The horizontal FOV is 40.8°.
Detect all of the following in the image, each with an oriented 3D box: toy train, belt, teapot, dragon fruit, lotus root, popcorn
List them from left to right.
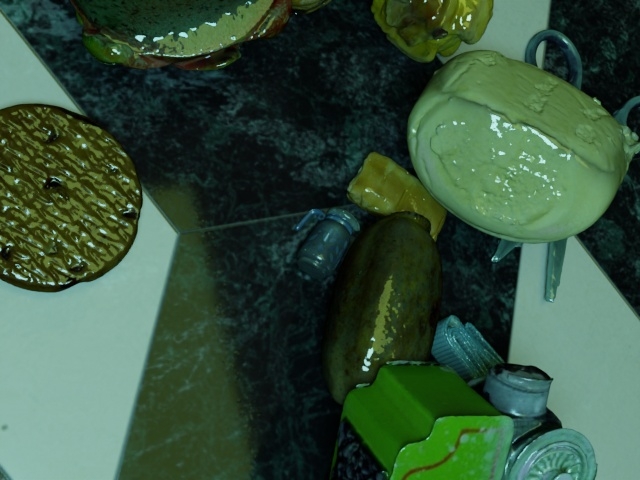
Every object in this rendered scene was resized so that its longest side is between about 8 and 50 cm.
[{"bbox_3d":[-0.171,-0.313,0.958,0.295,0.130,0.268,14,89,0],"label":"dragon fruit"},{"bbox_3d":[0.003,0.003,1.027,0.083,0.063,0.049,-57,131,-27],"label":"teapot"},{"bbox_3d":[0.068,0.083,0.983,0.123,0.124,0.241,20,71,-29],"label":"lotus root"},{"bbox_3d":[0.139,-0.309,1.107,0.167,0.148,0.152,28,23,-10],"label":"popcorn"},{"bbox_3d":[0.130,0.268,0.891,0.248,0.173,0.307,5,105,-21],"label":"toy train"},{"bbox_3d":[0.189,0.177,1.044,0.100,0.065,0.179,-40,91,-34],"label":"belt"}]

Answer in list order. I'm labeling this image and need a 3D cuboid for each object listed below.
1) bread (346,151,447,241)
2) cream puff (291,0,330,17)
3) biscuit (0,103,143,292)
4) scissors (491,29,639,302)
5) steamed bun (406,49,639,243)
[{"bbox_3d":[0.095,-0.049,1.068,0.132,0.053,0.074,38,66,-10],"label":"bread"},{"bbox_3d":[-0.034,-0.349,1.074,0.133,0.104,0.119,33,73,-10],"label":"cream puff"},{"bbox_3d":[-0.296,-0.047,0.921,0.212,0.036,0.212,6,73,-19],"label":"biscuit"},{"bbox_3d":[0.347,-0.096,1.195,0.256,0.029,0.383,30,67,-8],"label":"scissors"},{"bbox_3d":[0.243,-0.110,1.070,0.273,0.166,0.232,28,34,4],"label":"steamed bun"}]
